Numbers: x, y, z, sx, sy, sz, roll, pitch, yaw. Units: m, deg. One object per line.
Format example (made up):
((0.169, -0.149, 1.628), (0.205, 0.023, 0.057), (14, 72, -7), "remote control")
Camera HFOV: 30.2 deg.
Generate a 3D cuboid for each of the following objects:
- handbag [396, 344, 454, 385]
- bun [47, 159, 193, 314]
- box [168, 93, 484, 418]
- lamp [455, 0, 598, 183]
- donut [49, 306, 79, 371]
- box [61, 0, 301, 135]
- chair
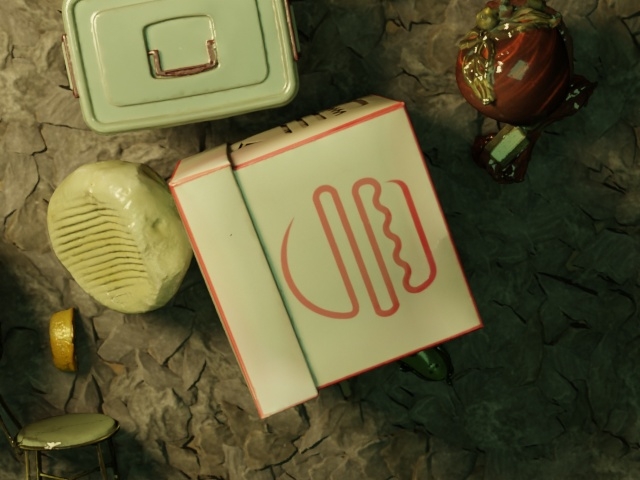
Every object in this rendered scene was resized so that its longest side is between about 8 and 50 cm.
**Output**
((0.147, 0.164, 1.693), (0.111, 0.047, 0.072), (39, 98, -6), "handbag")
((-0.255, -0.012, 1.589), (0.231, 0.133, 0.231), (19, 126, 29), "bun")
((0.000, 0.000, 1.526), (0.300, 0.314, 0.312), (-21, 100, -1), "box")
((0.259, -0.205, 1.579), (0.215, 0.151, 0.223), (-42, 101, 10), "lamp")
((-0.364, 0.145, 1.682), (0.038, 0.067, 0.083), (-4, 132, -8), "donut")
((-0.176, -0.252, 1.547), (0.294, 0.167, 0.193), (-10, 99, 0), "box")
((-0.363, 0.269, 1.642), (0.170, 0.160, 0.326), (-7, 99, -5), "chair")
